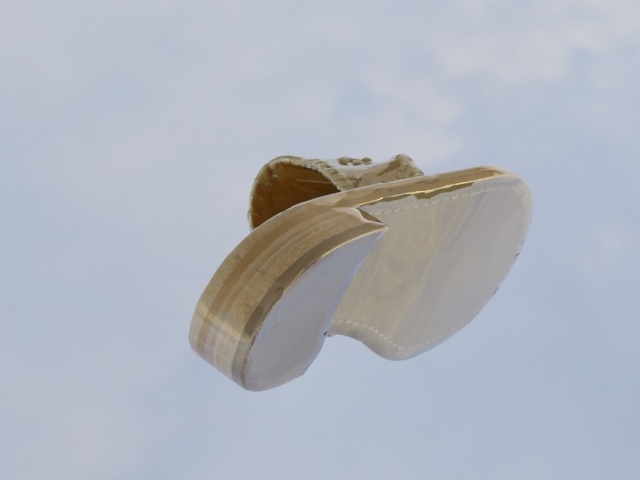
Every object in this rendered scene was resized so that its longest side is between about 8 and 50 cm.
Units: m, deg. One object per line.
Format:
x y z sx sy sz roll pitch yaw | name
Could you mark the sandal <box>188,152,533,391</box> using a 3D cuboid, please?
0.003 -0.006 0.715 0.079 0.088 0.240 35 -162 18 | sandal
